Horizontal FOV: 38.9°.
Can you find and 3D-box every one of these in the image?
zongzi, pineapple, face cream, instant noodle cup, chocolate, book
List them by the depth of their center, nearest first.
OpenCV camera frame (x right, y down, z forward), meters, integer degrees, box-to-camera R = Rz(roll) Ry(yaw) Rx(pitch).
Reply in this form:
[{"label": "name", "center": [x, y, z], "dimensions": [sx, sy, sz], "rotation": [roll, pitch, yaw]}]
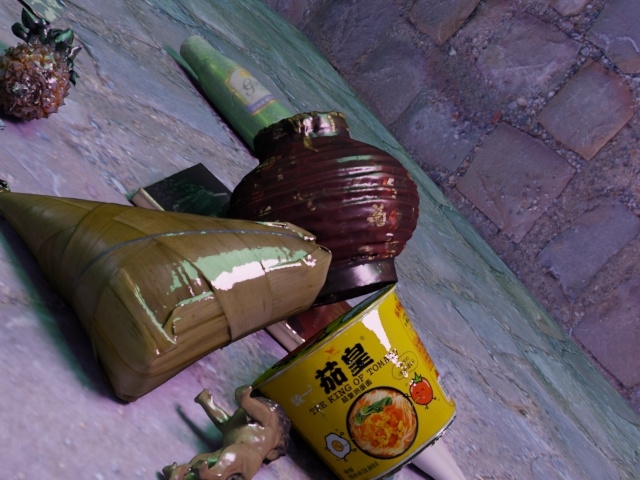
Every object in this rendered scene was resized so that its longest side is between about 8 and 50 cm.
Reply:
[{"label": "zongzi", "center": [-0.146, 0.004, 0.829], "dimensions": [0.228, 0.115, 0.256], "rotation": [-23, 53, -40]}, {"label": "instant noodle cup", "center": [0.042, 0.152, 0.916], "dimensions": [0.144, 0.182, 0.182], "rotation": [54, 15, 1]}, {"label": "pineapple", "center": [-0.328, -0.198, 1.038], "dimensions": [0.103, 0.083, 0.221], "rotation": [39, 13, -21]}, {"label": "face cream", "center": [0.115, 0.239, 1.088], "dimensions": [0.244, 0.058, 0.092], "rotation": [45, 9, -37]}, {"label": "book", "center": [-0.065, 0.046, 1.188], "dimensions": [0.374, 0.028, 0.262], "rotation": [43, 14, -2]}, {"label": "chocolate", "center": [-0.159, -0.276, 1.698], "dimensions": [0.291, 0.110, 0.110], "rotation": [47, 15, 20]}]

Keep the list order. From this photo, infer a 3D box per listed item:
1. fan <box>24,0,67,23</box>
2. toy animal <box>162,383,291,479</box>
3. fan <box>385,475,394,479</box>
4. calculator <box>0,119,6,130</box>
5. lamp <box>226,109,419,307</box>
[{"label": "fan", "center": [-0.450, -0.396, 1.405], "dimensions": [0.131, 0.009, 0.240], "rotation": [33, 19, -37]}, {"label": "toy animal", "center": [-0.076, 0.161, 0.750], "dimensions": [0.086, 0.069, 0.220], "rotation": [66, 19, 5]}, {"label": "fan", "center": [0.020, 0.204, 1.019], "dimensions": [0.175, 0.005, 0.113], "rotation": [46, 15, 9]}, {"label": "calculator", "center": [-0.363, -0.121, 0.854], "dimensions": [0.057, 0.018, 0.172], "rotation": [44, 14, 2]}, {"label": "lamp", "center": [0.000, -0.037, 1.088], "dimensions": [0.247, 0.247, 0.247], "rotation": [41, 15, -13]}]
